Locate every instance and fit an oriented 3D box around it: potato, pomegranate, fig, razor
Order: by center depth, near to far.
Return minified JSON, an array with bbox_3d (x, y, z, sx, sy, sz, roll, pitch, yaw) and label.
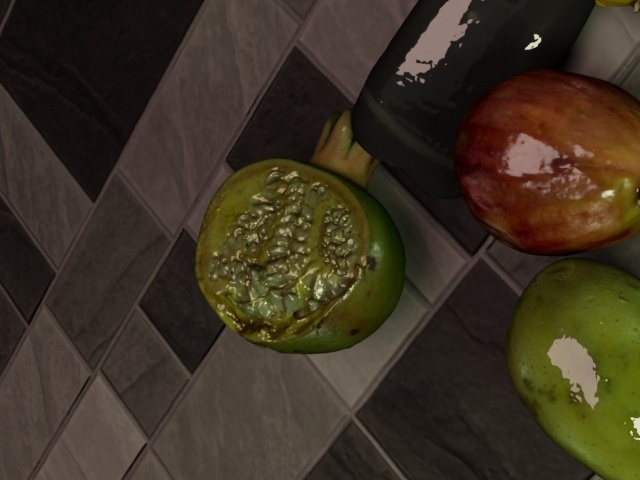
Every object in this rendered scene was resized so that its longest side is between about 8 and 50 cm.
[{"bbox_3d":[0.341,0.163,1.183,0.216,0.216,0.304,-34,94,35],"label":"potato"},{"bbox_3d":[0.290,-0.085,1.212,0.263,0.224,0.224,9,99,16],"label":"fig"},{"bbox_3d":[0.190,-0.230,1.312,0.204,0.113,0.349,31,115,-2],"label":"razor"},{"bbox_3d":[0.000,0.000,1.462,0.309,0.216,0.358,20,75,36],"label":"pomegranate"}]

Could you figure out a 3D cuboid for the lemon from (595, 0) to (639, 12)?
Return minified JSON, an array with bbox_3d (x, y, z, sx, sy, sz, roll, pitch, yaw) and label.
[{"bbox_3d":[0.356,-0.365,1.162,0.173,0.173,0.206,20,103,35],"label":"lemon"}]
